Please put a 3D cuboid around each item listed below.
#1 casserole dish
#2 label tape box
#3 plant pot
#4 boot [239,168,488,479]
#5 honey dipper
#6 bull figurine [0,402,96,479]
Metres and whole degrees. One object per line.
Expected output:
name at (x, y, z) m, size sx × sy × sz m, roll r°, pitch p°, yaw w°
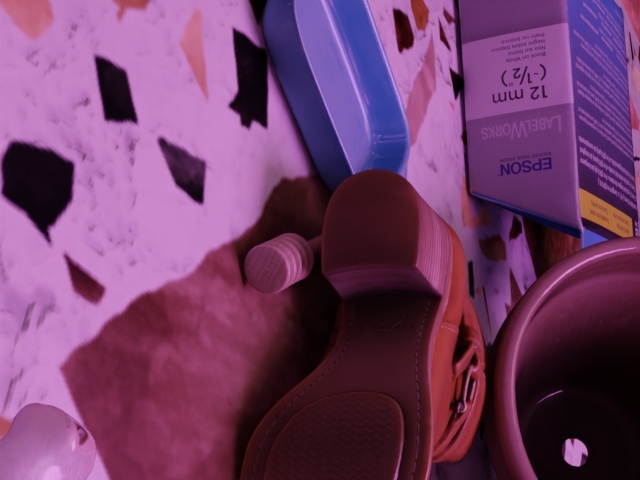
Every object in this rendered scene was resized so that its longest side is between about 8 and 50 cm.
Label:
casserole dish at (0.011, -0.107, 0.724) m, size 0.188 × 0.037 × 0.114 m, roll 68°, pitch 31°, yaw -28°
label tape box at (0.234, -0.093, 1.069) m, size 0.249 × 0.115 × 0.348 m, roll 14°, pitch 74°, yaw -60°
plant pot at (0.243, 0.157, 0.869) m, size 0.229 × 0.263 × 0.263 m, roll 104°, pitch -9°, yaw -68°
boot at (0.043, 0.118, 0.683) m, size 0.220 × 0.109 × 0.283 m, roll 51°, pitch 41°, yaw -60°
honey dipper at (0.000, 0.000, 0.686) m, size 0.160 × 0.030 × 0.030 m, roll -29°, pitch 109°, yaw -64°
bull figurine at (-0.084, 0.213, 0.393) m, size 0.188 × 0.101 × 0.310 m, roll 5°, pitch 79°, yaw -64°
